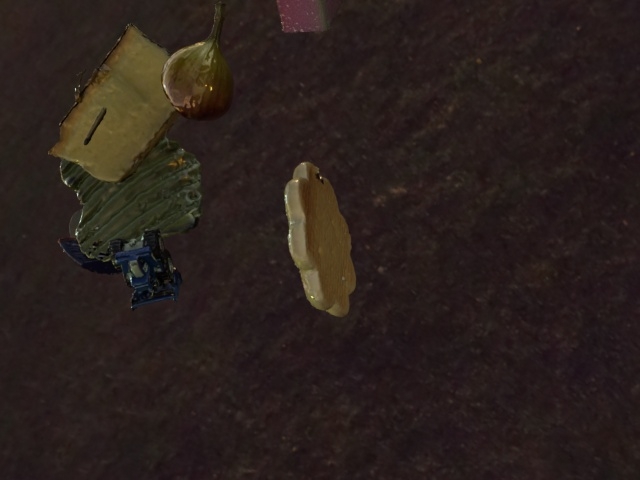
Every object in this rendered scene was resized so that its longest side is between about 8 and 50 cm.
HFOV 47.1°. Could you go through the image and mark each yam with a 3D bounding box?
[{"bbox_3d":[-0.514,-0.258,1.669,0.107,0.014,0.014,-51,37,24],"label":"yam"}]

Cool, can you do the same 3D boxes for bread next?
[{"bbox_3d":[-0.477,-0.329,1.781,0.279,0.248,0.315,-37,23,60],"label":"bread"},{"bbox_3d":[0.000,0.000,1.445,0.054,0.316,0.316,-12,52,17],"label":"bread"}]

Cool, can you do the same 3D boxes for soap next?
[{"bbox_3d":[-0.025,-0.450,1.042,0.081,0.259,0.181,3,45,17],"label":"soap"}]

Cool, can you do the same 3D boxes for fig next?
[{"bbox_3d":[-0.247,-0.349,1.456,0.143,0.231,0.160,-8,32,-12],"label":"fig"}]

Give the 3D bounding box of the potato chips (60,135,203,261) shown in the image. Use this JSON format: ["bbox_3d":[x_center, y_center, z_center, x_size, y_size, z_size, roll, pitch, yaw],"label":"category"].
[{"bbox_3d":[-0.514,-0.135,2.007,0.389,0.097,0.373,-16,76,3],"label":"potato chips"}]

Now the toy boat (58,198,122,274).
[{"bbox_3d":[-0.672,-0.024,2.143,0.318,0.219,0.072,50,125,24],"label":"toy boat"}]

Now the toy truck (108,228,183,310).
[{"bbox_3d":[-0.394,0.079,1.677,0.113,0.208,0.126,-13,53,2],"label":"toy truck"}]
